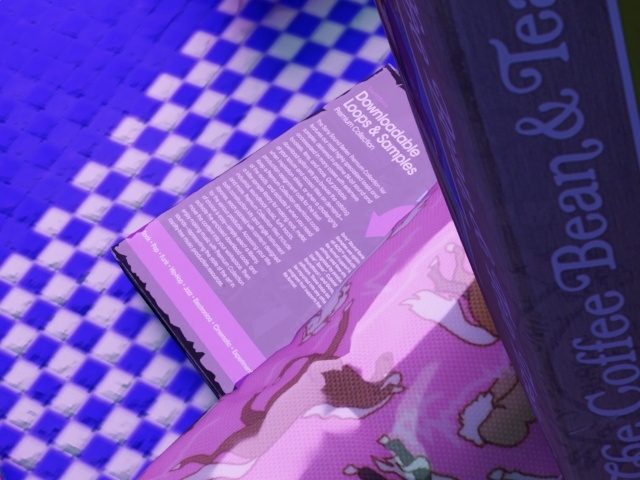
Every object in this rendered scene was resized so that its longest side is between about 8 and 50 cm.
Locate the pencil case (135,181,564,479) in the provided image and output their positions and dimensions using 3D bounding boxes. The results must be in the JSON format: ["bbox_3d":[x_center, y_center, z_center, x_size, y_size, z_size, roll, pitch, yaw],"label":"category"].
[{"bbox_3d":[0.076,0.052,0.756,0.160,0.167,0.386,44,74,7],"label":"pencil case"}]

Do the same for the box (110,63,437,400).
[{"bbox_3d":[0.000,0.000,0.908,0.162,0.029,0.116,-35,50,-7],"label":"box"}]

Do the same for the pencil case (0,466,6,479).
[{"bbox_3d":[-0.149,0.124,0.839,0.070,0.064,0.152,-46,48,15],"label":"pencil case"}]

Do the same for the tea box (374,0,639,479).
[{"bbox_3d":[0.164,-0.132,0.555,0.323,0.329,0.220,-20,51,1],"label":"tea box"}]
